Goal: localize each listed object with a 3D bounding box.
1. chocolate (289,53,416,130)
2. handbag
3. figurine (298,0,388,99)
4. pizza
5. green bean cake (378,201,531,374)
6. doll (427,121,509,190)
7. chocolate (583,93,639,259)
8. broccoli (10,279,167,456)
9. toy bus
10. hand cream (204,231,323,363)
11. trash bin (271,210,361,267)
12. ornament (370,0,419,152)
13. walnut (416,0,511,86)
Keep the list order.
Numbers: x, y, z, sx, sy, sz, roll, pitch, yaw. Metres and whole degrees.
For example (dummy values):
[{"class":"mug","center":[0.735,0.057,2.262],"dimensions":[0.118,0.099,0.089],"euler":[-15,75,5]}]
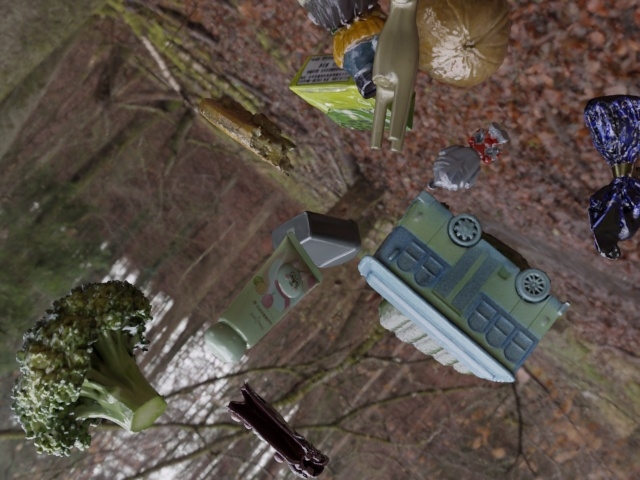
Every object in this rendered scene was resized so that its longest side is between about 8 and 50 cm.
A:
[{"class":"chocolate","center":[0.109,-0.457,1.762],"dimensions":[0.300,0.137,0.288],"euler":[13,172,45]},{"class":"handbag","center":[-0.088,0.411,1.209],"dimensions":[0.216,0.074,0.203],"euler":[35,165,29]},{"class":"figurine","center":[0.065,-0.472,1.165],"dimensions":[0.332,0.185,0.204],"euler":[68,-172,24]},{"class":"pizza","center":[-0.151,-0.242,1.257],"dimensions":[0.223,0.089,0.323],"euler":[30,-174,-35]},{"class":"green bean cake","center":[0.335,0.113,1.380],"dimensions":[0.319,0.335,0.218],"euler":[28,149,-6]},{"class":"doll","center":[0.286,-0.158,1.120],"dimensions":[0.094,0.180,0.079],"euler":[53,-166,8]},{"class":"chocolate","center":[0.638,-0.131,1.216],"dimensions":[0.148,0.344,0.126],"euler":[2,177,-27]},{"class":"broccoli","center":[-0.401,0.221,0.983],"dimensions":[0.235,0.288,0.260],"euler":[-3,-148,-28]},{"class":"toy bus","center":[0.238,0.080,0.994],"dimensions":[0.312,0.190,0.152],"euler":[41,170,6]},{"class":"hand cream","center":[-0.122,0.132,1.243],"dimensions":[0.093,0.306,0.147],"euler":[-1,130,52]},{"class":"trash bin","center":[0.000,0.000,1.611],"dimensions":[0.236,0.176,0.101],"euler":[12,-118,-44]},{"class":"ornament","center":[0.106,-0.255,0.793],"dimensions":[0.061,0.245,0.230],"euler":[8,-175,8]},{"class":"walnut","center":[0.406,-0.606,1.676],"dimensions":[0.333,0.333,0.333],"euler":[40,-178,-1]}]
